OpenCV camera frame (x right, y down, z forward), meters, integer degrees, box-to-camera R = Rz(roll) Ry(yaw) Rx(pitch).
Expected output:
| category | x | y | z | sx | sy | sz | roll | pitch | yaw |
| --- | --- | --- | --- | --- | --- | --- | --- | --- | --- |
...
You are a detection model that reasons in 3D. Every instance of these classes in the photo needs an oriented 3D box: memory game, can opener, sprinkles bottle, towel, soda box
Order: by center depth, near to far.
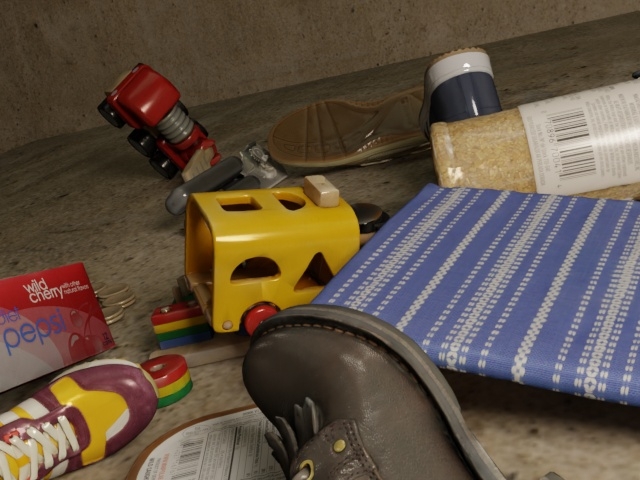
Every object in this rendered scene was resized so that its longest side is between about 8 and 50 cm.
| category | x | y | z | sx | sy | sz | roll | pitch | yaw |
| --- | --- | --- | --- | --- | --- | --- | --- | --- | --- |
| towel | 0.182 | 0.033 | 0.503 | 0.336 | 0.040 | 0.243 | 7 | 27 | 27 |
| soda box | -0.269 | 0.083 | 0.589 | 0.092 | 0.083 | 0.263 | -23 | -2 | 18 |
| sprinkles bottle | 0.288 | -0.093 | 0.762 | 0.356 | 0.121 | 0.121 | -11 | 17 | 10 |
| memory game | -0.287 | 0.086 | 0.854 | 0.186 | 0.012 | 0.186 | -13 | 16 | 4 |
| can opener | -0.141 | -0.072 | 1.186 | 0.095 | 0.076 | 0.283 | -42 | 0 | 33 |

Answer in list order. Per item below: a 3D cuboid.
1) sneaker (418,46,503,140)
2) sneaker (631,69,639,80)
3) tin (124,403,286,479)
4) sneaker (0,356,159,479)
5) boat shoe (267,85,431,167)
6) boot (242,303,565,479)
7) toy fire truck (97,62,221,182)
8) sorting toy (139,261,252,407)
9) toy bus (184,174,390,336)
| category | x | y | z | sx | sy | sz | roll | pitch | yaw |
| --- | --- | --- | --- | --- | --- | --- | --- | --- | --- |
| sneaker | 0.184 | -0.110 | 0.987 | 0.099 | 0.153 | 0.282 | -15 | -14 | 8 |
| sneaker | 0.434 | -0.161 | 0.914 | 0.153 | 0.094 | 0.235 | -17 | 17 | -3 |
| tin | -0.020 | 0.128 | 0.458 | 0.190 | 0.040 | 0.106 | -13 | 21 | 3 |
| sneaker | -0.193 | 0.139 | 0.516 | 0.186 | 0.069 | 0.084 | -23 | 14 | 2 |
| boat shoe | 0.071 | -0.160 | 1.231 | 0.302 | 0.109 | 0.098 | -12 | -23 | 11 |
| boot | -0.027 | 0.136 | 0.291 | 0.229 | 0.091 | 0.263 | -25 | 36 | -27 |
| toy fire truck | -0.266 | -0.189 | 1.418 | 0.246 | 0.217 | 0.158 | 17 | 64 | 51 |
| sorting toy | -0.083 | 0.056 | 0.723 | 0.132 | 0.046 | 0.274 | -13 | 16 | 5 |
| toy bus | -0.009 | 0.003 | 0.633 | 0.191 | 0.104 | 0.202 | 13 | 26 | 17 |
